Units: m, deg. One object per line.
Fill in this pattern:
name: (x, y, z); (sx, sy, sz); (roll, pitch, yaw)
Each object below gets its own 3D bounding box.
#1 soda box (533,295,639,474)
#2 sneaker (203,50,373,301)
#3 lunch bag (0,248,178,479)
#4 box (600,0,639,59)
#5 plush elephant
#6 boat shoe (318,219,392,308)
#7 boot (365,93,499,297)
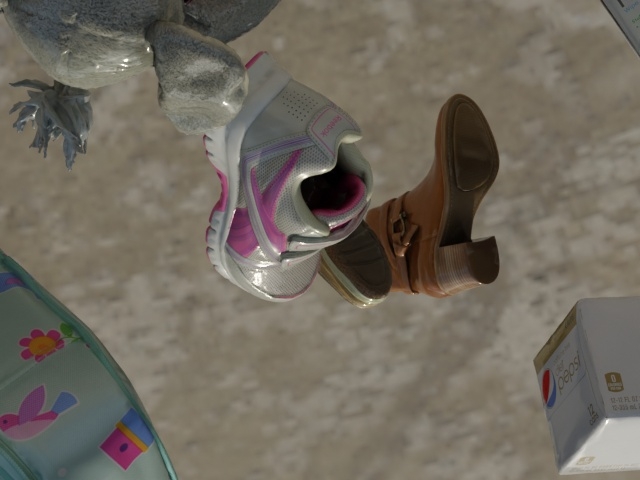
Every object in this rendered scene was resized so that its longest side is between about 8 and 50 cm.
soda box: (0.226, 0.071, 0.959); (0.216, 0.069, 0.074); (-2, 151, -16)
sneaker: (-0.020, -0.026, 1.422); (0.103, 0.111, 0.252); (-49, 156, -25)
lunch bag: (-0.201, 0.107, 1.129); (0.108, 0.279, 0.224); (-38, 146, -23)
box: (0.378, -0.163, 1.369); (0.262, 0.231, 0.127); (-37, 145, 13)
plush elephant: (-0.146, -0.203, 1.288); (0.272, 0.330, 0.255); (17, -176, -9)
boat shoe: (0.000, 0.000, 1.686); (0.068, 0.190, 0.072); (6, 131, -40)
boot: (0.103, -0.040, 1.843); (0.073, 0.197, 0.152); (2, 174, -38)
